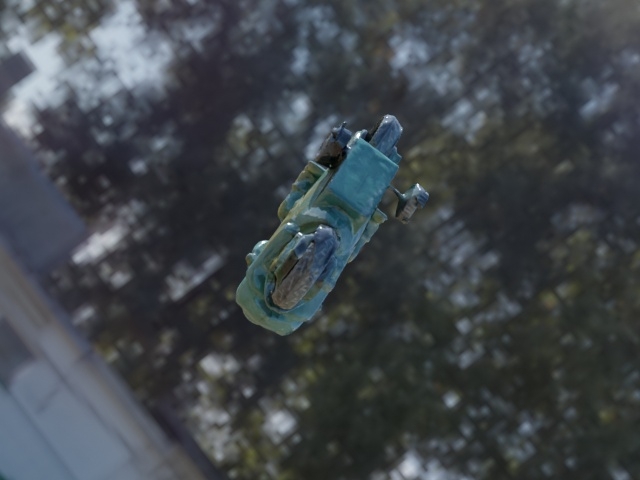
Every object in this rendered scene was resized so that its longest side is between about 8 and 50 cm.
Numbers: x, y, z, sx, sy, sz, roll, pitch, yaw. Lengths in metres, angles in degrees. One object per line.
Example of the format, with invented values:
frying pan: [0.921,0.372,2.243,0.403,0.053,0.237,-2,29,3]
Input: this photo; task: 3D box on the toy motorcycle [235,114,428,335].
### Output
toy motorcycle: [0.001,-0.001,1.688,0.109,0.296,0.198,37,-49,-5]
